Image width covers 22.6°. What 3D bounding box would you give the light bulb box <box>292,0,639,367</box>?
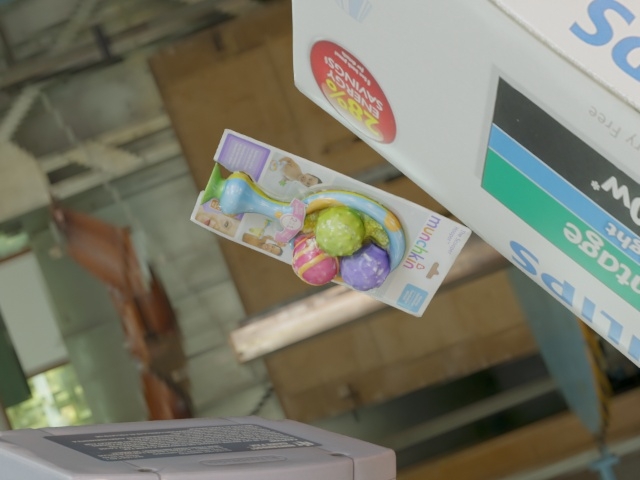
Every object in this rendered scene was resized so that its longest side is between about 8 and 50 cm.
[{"bbox_3d":[0.227,-0.153,0.895,0.358,0.361,0.225,41,159,21],"label":"light bulb box"}]

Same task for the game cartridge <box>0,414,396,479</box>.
[{"bbox_3d":[-0.099,0.179,1.227,0.198,0.297,0.062,15,100,51],"label":"game cartridge"}]

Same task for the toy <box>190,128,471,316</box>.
[{"bbox_3d":[0.000,0.000,1.454,0.137,0.237,0.056,116,178,-48],"label":"toy"}]
